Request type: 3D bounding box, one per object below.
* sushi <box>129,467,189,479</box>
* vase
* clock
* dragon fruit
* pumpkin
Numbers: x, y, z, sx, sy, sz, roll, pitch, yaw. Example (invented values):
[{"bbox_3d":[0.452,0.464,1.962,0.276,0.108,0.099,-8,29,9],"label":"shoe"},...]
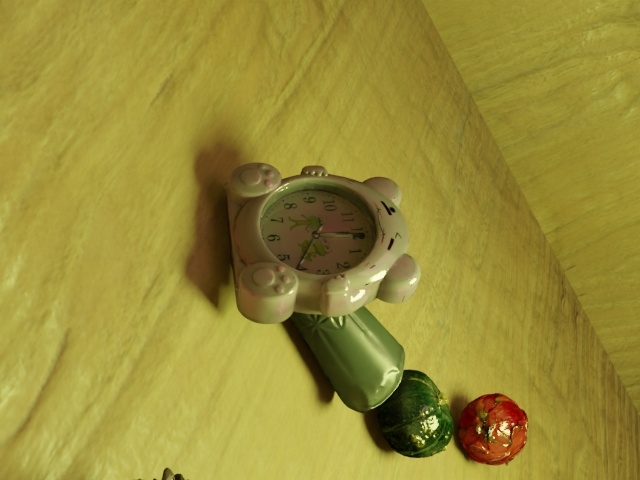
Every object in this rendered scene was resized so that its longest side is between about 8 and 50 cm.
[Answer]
[{"bbox_3d":[-0.196,0.386,1.096,0.225,0.219,0.238,31,47,-56],"label":"sushi"},{"bbox_3d":[0.025,0.148,1.741,0.300,0.156,0.251,53,23,-18],"label":"vase"},{"bbox_3d":[0.000,0.000,1.607,0.113,0.322,0.295,103,-19,-54],"label":"clock"},{"bbox_3d":[0.415,0.451,2.202,0.209,0.172,0.172,56,27,-53],"label":"dragon fruit"},{"bbox_3d":[0.194,0.357,1.889,0.190,0.146,0.190,36,45,-47],"label":"pumpkin"}]
